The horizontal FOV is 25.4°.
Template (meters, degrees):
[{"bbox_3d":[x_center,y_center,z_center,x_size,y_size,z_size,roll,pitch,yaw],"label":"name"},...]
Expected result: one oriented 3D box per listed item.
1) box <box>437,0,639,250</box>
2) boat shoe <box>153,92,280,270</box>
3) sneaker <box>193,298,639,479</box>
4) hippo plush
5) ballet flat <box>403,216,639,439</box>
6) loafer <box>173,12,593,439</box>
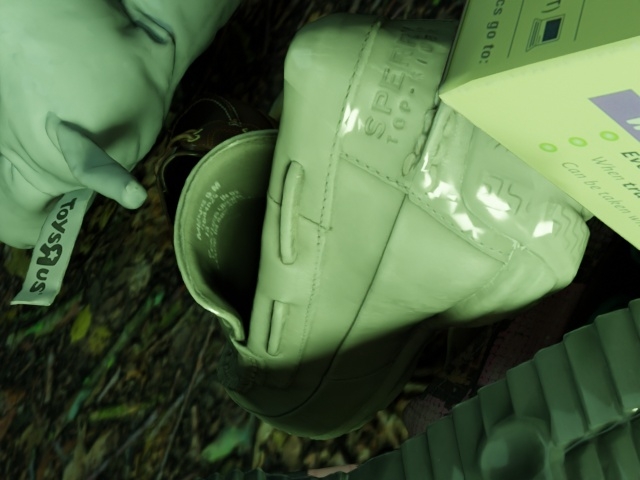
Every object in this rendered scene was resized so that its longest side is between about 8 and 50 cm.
[{"bbox_3d":[0.195,-0.050,0.340,0.243,0.213,0.117,-8,57,49],"label":"box"},{"bbox_3d":[-0.052,-0.028,0.765,0.073,0.073,0.207,-52,33,14],"label":"boat shoe"},{"bbox_3d":[0.046,0.123,0.465,0.319,0.131,0.112,-25,53,35],"label":"sneaker"},{"bbox_3d":[-0.205,-0.123,0.834,0.234,0.236,0.294,-41,19,41],"label":"hippo plush"},{"bbox_3d":[0.102,0.001,0.536,0.079,0.077,0.221,41,101,34],"label":"ballet flat"},{"bbox_3d":[0.000,0.000,0.536,0.319,0.111,0.112,128,162,-65],"label":"loafer"}]
